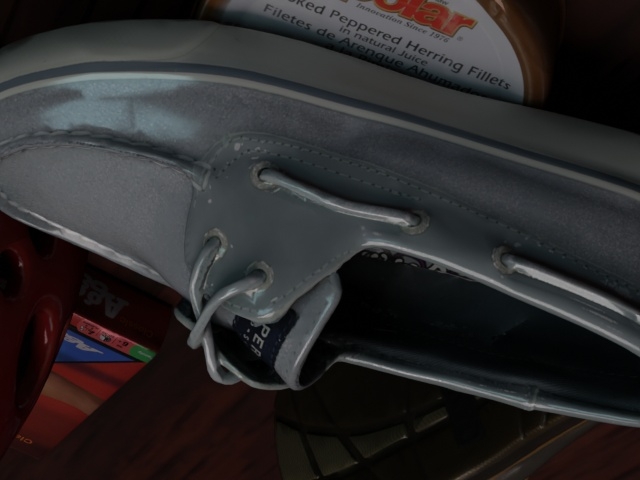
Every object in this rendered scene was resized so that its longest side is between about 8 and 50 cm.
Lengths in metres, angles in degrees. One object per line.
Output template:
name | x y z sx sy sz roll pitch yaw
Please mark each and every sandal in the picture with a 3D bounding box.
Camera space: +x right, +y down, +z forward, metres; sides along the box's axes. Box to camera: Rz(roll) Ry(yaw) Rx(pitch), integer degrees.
sandal | 0.058 0.058 0.483 0.060 0.090 0.219 14 143 -37

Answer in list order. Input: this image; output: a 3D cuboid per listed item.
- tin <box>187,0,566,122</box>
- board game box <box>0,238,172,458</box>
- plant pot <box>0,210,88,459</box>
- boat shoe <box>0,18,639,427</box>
tin | 0.003 -0.036 0.401 0.106 0.040 0.189 18 144 -11
board game box | -0.217 0.005 0.540 0.281 0.027 0.145 28 143 -17
plant pot | -0.186 0.033 0.410 0.191 0.174 0.191 4 129 5
boat shoe | 0.000 0.001 0.350 0.228 0.081 0.079 11 143 4
